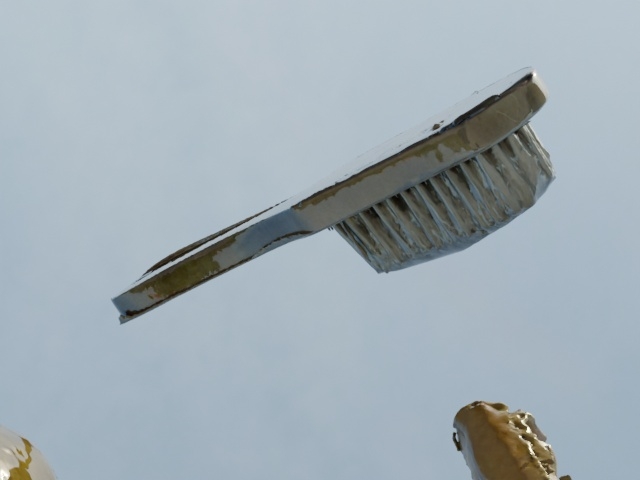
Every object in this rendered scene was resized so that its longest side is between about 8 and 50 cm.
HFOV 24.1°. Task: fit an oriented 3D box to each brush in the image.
[{"bbox_3d":[0.000,0.000,0.789,0.327,0.065,0.070,-24,-168,44],"label":"brush"}]

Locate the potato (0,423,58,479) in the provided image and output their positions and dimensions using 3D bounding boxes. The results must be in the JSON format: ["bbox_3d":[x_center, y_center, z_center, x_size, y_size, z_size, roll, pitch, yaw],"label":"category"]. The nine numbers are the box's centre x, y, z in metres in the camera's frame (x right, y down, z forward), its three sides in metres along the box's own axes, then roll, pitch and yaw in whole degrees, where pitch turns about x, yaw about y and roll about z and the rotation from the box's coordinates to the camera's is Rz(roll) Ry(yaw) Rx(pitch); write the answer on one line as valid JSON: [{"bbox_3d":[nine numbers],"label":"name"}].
[{"bbox_3d":[-0.228,0.146,0.455,0.369,0.196,0.176,-18,-142,-42],"label":"potato"}]

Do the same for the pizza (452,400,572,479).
[{"bbox_3d":[0.098,0.194,0.619,0.080,0.188,0.204,-16,-152,-5],"label":"pizza"}]
